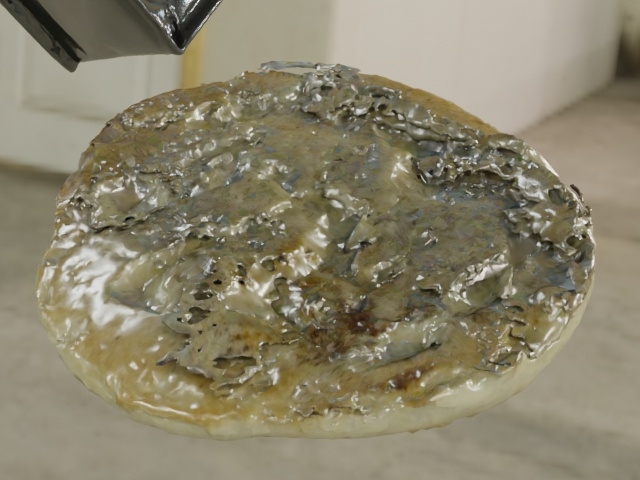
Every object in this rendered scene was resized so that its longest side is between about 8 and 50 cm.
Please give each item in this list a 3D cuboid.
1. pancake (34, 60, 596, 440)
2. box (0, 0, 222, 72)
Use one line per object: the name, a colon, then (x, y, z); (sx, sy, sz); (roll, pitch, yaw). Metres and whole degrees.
pancake: (-0.001, -0.001, 0.865); (0.282, 0.049, 0.282); (-2, 37, 1)
box: (-0.178, -0.324, 1.284); (0.345, 0.251, 0.204); (45, -20, -26)
